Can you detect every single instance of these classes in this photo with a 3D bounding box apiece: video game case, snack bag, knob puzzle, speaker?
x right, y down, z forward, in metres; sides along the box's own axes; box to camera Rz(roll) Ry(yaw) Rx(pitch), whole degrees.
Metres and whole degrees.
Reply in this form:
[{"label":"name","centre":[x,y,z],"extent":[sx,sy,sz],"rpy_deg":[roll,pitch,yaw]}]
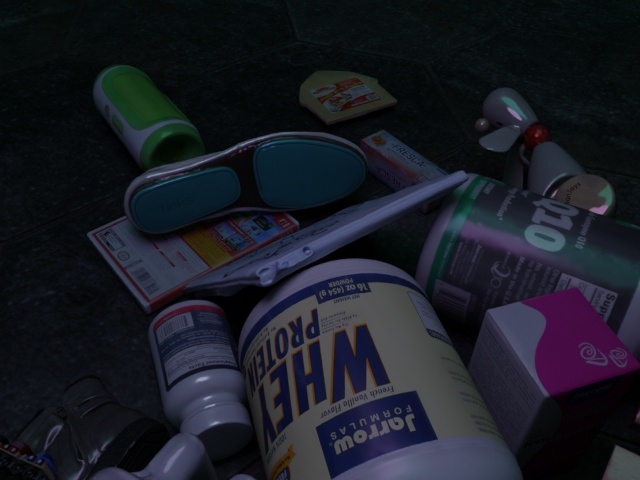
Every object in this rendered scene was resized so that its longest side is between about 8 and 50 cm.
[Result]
[{"label":"video game case","centre":[-0.208,-0.012,0.994],"extent":[0.285,0.025,0.204],"rpy_deg":[-30,51,-27]},{"label":"snack bag","centre":[0.000,0.000,0.818],"extent":[0.323,0.037,0.343],"rpy_deg":[-26,5,-27]},{"label":"knob puzzle","centre":[0.041,-0.314,1.306],"extent":[0.213,0.030,0.213],"rpy_deg":[0,44,0]},{"label":"speaker","centre":[-0.333,-0.228,1.148],"extent":[0.131,0.131,0.296],"rpy_deg":[-25,49,-24]}]

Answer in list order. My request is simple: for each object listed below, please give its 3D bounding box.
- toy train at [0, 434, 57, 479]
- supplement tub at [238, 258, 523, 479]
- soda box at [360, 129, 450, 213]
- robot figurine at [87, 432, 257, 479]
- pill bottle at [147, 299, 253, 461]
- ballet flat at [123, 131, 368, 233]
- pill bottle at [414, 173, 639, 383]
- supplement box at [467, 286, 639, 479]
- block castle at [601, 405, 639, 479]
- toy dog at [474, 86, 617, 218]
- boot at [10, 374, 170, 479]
[{"label":"toy train","centre":[-0.335,0.237,0.657],"extent":[0.158,0.027,0.036],"rpy_deg":[3,31,37]},{"label":"supplement tub","centre":[0.056,0.204,0.615],"extent":[0.236,0.235,0.324],"rpy_deg":[-11,44,-12]},{"label":"soda box","centre":[0.150,-0.126,1.085],"extent":[0.058,0.062,0.183],"rpy_deg":[-27,50,-26]},{"label":"robot figurine","centre":[-0.186,0.336,0.492],"extent":[0.300,0.199,0.353],"rpy_deg":[23,53,26]},{"label":"pill bottle","centre":[-0.145,0.171,0.741],"extent":[0.108,0.107,0.180],"rpy_deg":[-14,46,-15]},{"label":"ballet flat","centre":[-0.125,-0.111,1.001],"extent":[0.401,0.139,0.139],"rpy_deg":[-13,45,-12]},{"label":"pill bottle","centre":[0.325,0.060,0.790],"extent":[0.361,0.204,0.204],"rpy_deg":[22,48,21]},{"label":"supplement box","centre":[0.233,0.170,0.661],"extent":[0.111,0.220,0.114],"rpy_deg":[-13,45,-12]},{"label":"block castle","centre":[0.342,0.202,0.462],"extent":[0.213,0.303,0.453],"rpy_deg":[24,78,32]},{"label":"toy dog","centre":[0.339,-0.092,0.986],"extent":[0.161,0.220,0.333],"rpy_deg":[-33,36,11]},{"label":"boot","centre":[-0.301,0.272,0.675],"extent":[0.161,0.083,0.246],"rpy_deg":[15,45,32]}]
